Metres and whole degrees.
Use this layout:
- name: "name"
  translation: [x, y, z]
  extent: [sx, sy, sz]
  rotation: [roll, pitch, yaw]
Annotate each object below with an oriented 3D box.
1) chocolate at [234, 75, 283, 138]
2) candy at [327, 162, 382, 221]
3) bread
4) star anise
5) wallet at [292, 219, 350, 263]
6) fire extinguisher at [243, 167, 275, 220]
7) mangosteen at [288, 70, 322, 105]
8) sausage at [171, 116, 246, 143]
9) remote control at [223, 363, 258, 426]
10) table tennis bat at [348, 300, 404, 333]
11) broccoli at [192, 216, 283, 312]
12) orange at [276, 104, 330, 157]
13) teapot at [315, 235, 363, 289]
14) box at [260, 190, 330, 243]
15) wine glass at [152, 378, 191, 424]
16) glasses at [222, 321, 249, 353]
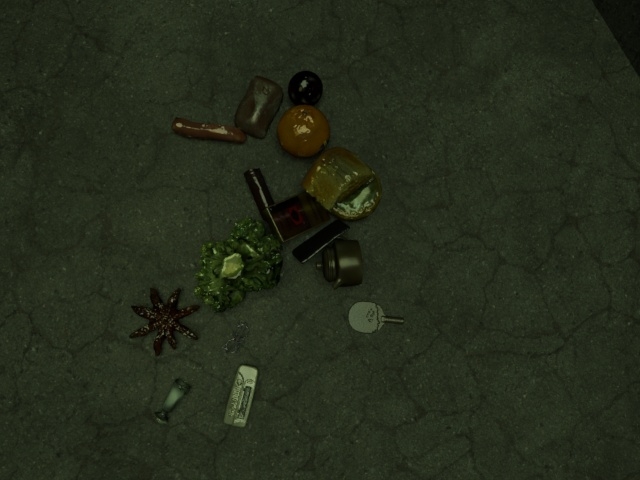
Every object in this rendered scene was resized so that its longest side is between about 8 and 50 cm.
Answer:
- name: "chocolate"
  translation: [-0.257, -0.561, 1.789]
  extent: [0.160, 0.083, 0.262]
  rotation: [21, 83, -2]
- name: "candy"
  translation: [0.124, -0.204, 1.785]
  extent: [0.259, 0.118, 0.260]
  rotation: [0, 83, -1]
- name: "bread"
  translation: [0.060, -0.260, 1.660]
  extent: [0.262, 0.163, 0.204]
  rotation: [-40, 70, -17]
- name: "star anise"
  translation: [-0.600, 0.315, 1.669]
  extent: [0.287, 0.088, 0.289]
  rotation: [0, 87, -7]
- name: "wallet"
  translation: [0.000, -0.001, 1.746]
  extent: [0.244, 0.124, 0.025]
  rotation: [-35, 117, -8]
- name: "fire extinguisher"
  translation: [-0.221, -0.167, 1.760]
  extent: [0.089, 0.072, 0.268]
  rotation: [-23, 87, -4]
- name: "mangosteen"
  translation: [-0.067, -0.631, 1.794]
  extent: [0.152, 0.152, 0.153]
  rotation: [1, 85, -6]
- name: "sausage"
  translation: [-0.455, -0.445, 1.761]
  extent: [0.303, 0.078, 0.078]
  rotation: [7, 84, -5]
- name: "remote control"
  translation: [-0.308, 0.604, 1.690]
  extent: [0.090, 0.049, 0.231]
  rotation: [15, 83, -5]
- name: "table tennis bat"
  translation: [0.230, 0.324, 1.792]
  extent: [0.234, 0.022, 0.131]
  rotation: [7, 83, -3]
- name: "broccoli"
  translation: [-0.308, 0.088, 1.636]
  extent: [0.338, 0.317, 0.277]
  rotation: [-21, 82, -33]
- name: "orange"
  translation: [-0.069, -0.442, 1.750]
  extent: [0.219, 0.193, 0.220]
  rotation: [-2, 77, 9]
- name: "teapot"
  translation: [0.068, 0.083, 1.719]
  extent: [0.175, 0.186, 0.268]
  rotation: [-3, 47, -6]
- name: "box"
  translation: [-0.096, -0.101, 1.731]
  extent: [0.240, 0.071, 0.160]
  rotation: [-25, 93, -28]
- name: "wine glass"
  translation: [-0.567, 0.616, 1.654]
  extent: [0.072, 0.072, 0.155]
  rotation: [33, 83, -2]
- name: "glasses"
  translation: [-0.329, 0.390, 1.681]
  extent: [0.062, 0.104, 0.140]
  rotation: [34, 86, -4]
